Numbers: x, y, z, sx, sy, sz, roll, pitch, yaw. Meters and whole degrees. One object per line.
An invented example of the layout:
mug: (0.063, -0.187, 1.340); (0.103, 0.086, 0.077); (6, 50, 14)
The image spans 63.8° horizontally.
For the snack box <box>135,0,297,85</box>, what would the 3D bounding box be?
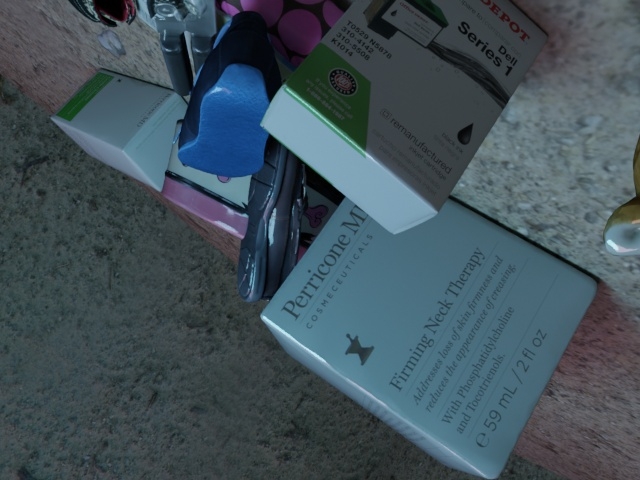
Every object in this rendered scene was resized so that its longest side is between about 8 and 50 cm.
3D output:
snack box: (-0.132, -0.297, 0.756); (0.321, 0.060, 0.187); (38, 165, -6)

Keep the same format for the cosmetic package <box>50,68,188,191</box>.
cosmetic package: (-0.478, -0.284, 1.285); (0.365, 0.197, 0.155); (23, 158, 36)

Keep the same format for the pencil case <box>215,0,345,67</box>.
pencil case: (-0.030, -0.255, 0.617); (0.209, 0.095, 0.098); (40, 180, -3)

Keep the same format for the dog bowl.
dog bowl: (-0.137, -0.077, 1.048); (0.407, 0.151, 0.408); (27, 178, 1)

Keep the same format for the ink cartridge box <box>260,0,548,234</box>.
ink cartridge box: (0.078, -0.143, 0.462); (0.160, 0.220, 0.092); (38, 161, -8)

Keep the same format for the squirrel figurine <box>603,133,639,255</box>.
squirrel figurine: (0.366, 0.030, 0.275); (0.370, 0.281, 0.397); (30, 162, 44)

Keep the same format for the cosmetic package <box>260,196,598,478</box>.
cosmetic package: (0.164, 0.142, 0.890); (0.393, 0.330, 0.327); (32, 165, 14)

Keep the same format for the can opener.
can opener: (-0.173, -0.283, 0.675); (0.075, 0.095, 0.283); (0, 174, -10)

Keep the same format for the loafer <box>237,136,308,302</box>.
loafer: (-0.065, -0.043, 0.833); (0.095, 0.303, 0.109); (3, -160, -29)

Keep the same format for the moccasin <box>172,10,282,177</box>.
moccasin: (-0.109, -0.171, 0.681); (0.137, 0.117, 0.342); (11, 168, -22)

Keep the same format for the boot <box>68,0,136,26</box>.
boot: (-0.359, -0.394, 0.820); (0.179, 0.085, 0.236); (56, 164, 12)
